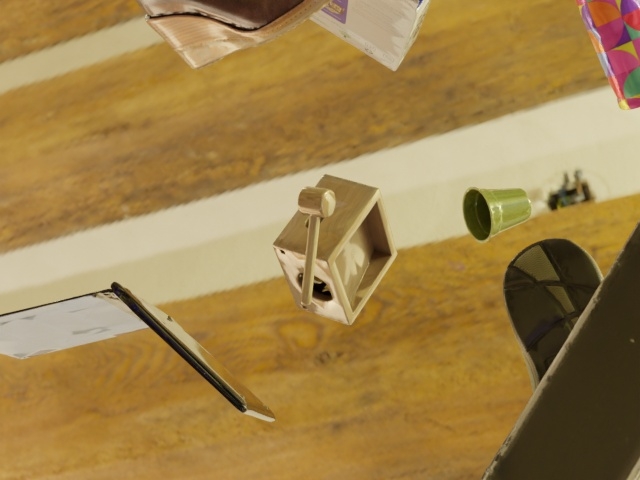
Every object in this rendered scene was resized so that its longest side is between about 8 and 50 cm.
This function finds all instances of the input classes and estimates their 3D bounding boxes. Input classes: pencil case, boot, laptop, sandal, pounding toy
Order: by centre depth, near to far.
[{"bbox_3d":[0.243,0.139,0.948,0.120,0.086,0.303,-14,-123,17],"label":"sandal"},{"bbox_3d":[-0.096,-0.279,0.956,0.248,0.207,0.090,-16,-157,38],"label":"boot"},{"bbox_3d":[-0.006,0.003,1.263,0.094,0.206,0.181,17,-125,30],"label":"pounding toy"},{"bbox_3d":[-0.311,0.214,1.621,0.408,0.382,0.236,41,-96,10],"label":"laptop"},{"bbox_3d":[0.482,-0.323,1.658,0.104,0.236,0.104,-26,-169,5],"label":"pencil case"}]

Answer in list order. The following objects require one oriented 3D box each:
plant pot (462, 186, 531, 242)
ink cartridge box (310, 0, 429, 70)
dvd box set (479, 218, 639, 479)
[{"bbox_3d":[0.262,-0.044,1.526,0.079,0.083,0.083,-12,-141,-20],"label":"plant pot"},{"bbox_3d":[0.057,-0.320,1.337,0.165,0.332,0.065,33,-93,1],"label":"ink cartridge box"},{"bbox_3d":[0.214,0.187,0.540,0.062,0.420,0.307,30,-91,49],"label":"dvd box set"}]
